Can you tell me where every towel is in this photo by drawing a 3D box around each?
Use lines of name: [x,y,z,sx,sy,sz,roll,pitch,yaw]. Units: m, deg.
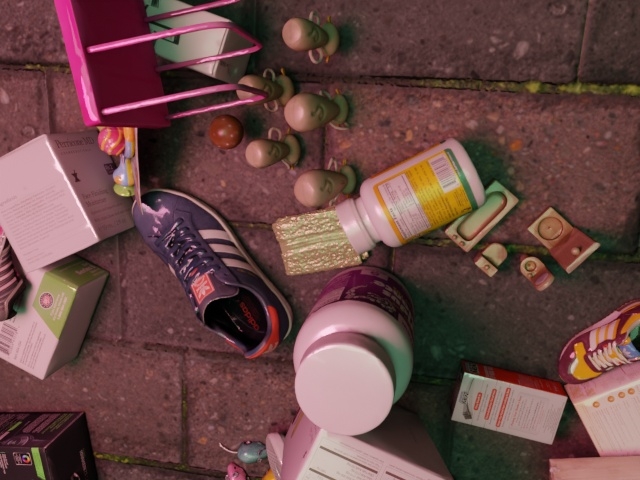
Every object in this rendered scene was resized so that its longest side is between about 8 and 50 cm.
towel: [0.000,0.000,0.956,0.148,0.027,0.110,-13,101,11]

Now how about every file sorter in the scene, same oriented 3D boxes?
file sorter: [-0.183,-0.297,0.678,0.182,0.202,0.291,-9,99,9]

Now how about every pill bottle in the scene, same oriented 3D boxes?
pill bottle: [0.134,-0.061,0.865,0.208,0.117,0.117,-26,97,10]
pill bottle: [0.054,0.152,0.837,0.169,0.301,0.169,2,103,9]

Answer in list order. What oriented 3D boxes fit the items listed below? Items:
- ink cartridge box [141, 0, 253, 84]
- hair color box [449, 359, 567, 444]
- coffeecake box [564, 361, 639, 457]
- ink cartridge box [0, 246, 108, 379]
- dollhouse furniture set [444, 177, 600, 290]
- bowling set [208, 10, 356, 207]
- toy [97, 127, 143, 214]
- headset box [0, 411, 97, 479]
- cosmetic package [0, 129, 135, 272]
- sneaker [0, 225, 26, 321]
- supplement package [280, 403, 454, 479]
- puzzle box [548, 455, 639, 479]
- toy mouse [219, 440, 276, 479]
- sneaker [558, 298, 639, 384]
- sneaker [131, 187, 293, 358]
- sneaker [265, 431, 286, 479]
ink cartridge box: [-0.217,-0.314,0.860,0.203,0.148,0.086,22,102,4]
hair color box: [0.310,0.269,0.949,0.167,0.053,0.093,12,106,6]
coffeecake box: [0.514,0.269,0.904,0.185,0.068,0.142,-27,97,15]
ink cartridge box: [-0.559,0.092,1.029,0.273,0.115,0.198,27,105,3]
dollhouse furniture set: [0.293,-0.005,0.853,0.151,0.123,0.144,42,106,-1]
bowling set: [-0.058,-0.196,0.881,0.200,0.154,0.287,6,106,28]
toy: [-0.315,-0.163,0.871,0.056,0.137,0.237,-15,142,-22]
headset box: [-0.584,0.477,1.113,0.283,0.131,0.246,-2,103,10]
cosmetic package: [-0.432,-0.070,0.951,0.151,0.151,0.184,-22,99,14]
sneaker: [-0.522,0.056,0.928,0.063,0.075,0.170,-4,77,26]
supplement package: [0.058,0.338,0.877,0.204,0.262,0.145,25,92,-3]
puzzle box: [0.577,0.447,0.902,0.409,0.052,0.272,-5,121,11]
toy mouse: [-0.139,0.435,1.076,0.143,0.031,0.161,39,106,0]
sneaker: [0.453,0.167,0.884,0.069,0.084,0.185,42,106,-1]
sneaker: [-0.189,0.052,0.938,0.350,0.148,0.131,43,106,-1]
sneaker: [0.015,0.432,1.029,0.151,0.094,0.256,-29,76,-27]
